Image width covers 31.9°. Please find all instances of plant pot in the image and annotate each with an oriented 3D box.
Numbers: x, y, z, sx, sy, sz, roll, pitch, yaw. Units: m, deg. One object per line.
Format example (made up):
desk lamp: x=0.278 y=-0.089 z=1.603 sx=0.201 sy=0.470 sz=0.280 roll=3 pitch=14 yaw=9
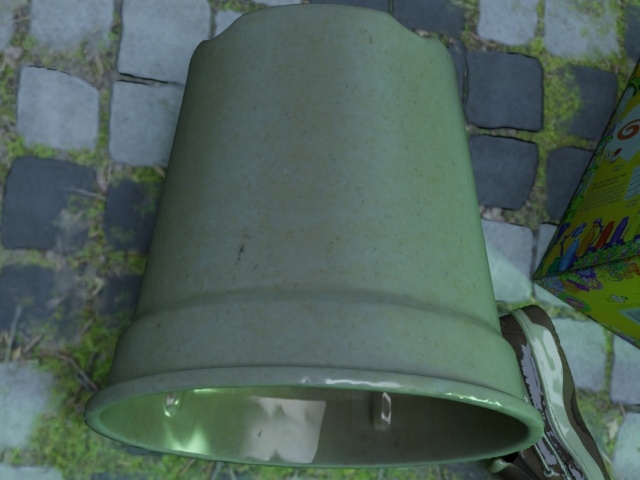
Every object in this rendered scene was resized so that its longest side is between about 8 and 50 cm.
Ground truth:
plant pot: x=0.000 y=0.000 z=0.871 sx=0.333 sy=0.334 sz=0.306 roll=8 pitch=70 yaw=-16

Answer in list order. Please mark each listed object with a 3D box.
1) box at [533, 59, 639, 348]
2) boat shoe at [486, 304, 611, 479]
box: x=0.377 y=-0.053 z=0.984 sx=0.177 sy=0.290 sz=0.279 roll=31 pitch=76 yaw=-11
boat shoe: x=0.194 y=0.193 z=1.008 sx=0.095 sy=0.095 sz=0.257 roll=-18 pitch=82 yaw=-5
